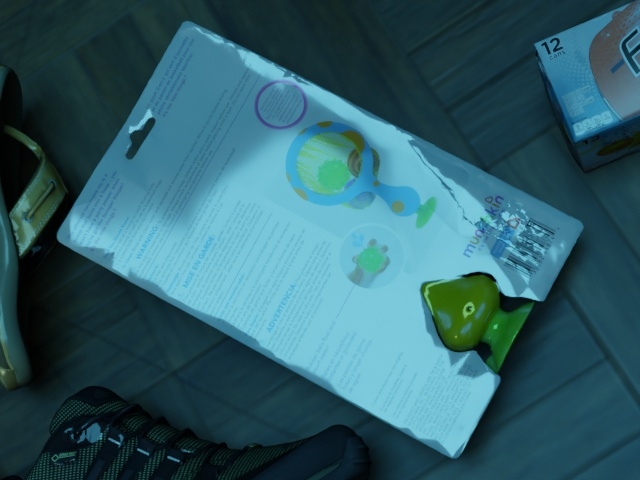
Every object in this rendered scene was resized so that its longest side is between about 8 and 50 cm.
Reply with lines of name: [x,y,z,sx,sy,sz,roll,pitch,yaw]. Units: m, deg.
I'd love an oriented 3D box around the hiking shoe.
hiking shoe: [-0.089,0.121,0.750,0.227,0.086,0.114,-21,76,10]

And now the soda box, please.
soda box: [0.202,-0.100,0.739,0.183,0.063,0.058,-23,73,8]

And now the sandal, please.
sandal: [-0.161,-0.008,0.813,0.049,0.072,0.180,-6,76,-3]

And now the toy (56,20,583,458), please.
toy: [0.000,0.000,0.773,0.237,0.056,0.137,28,81,14]
